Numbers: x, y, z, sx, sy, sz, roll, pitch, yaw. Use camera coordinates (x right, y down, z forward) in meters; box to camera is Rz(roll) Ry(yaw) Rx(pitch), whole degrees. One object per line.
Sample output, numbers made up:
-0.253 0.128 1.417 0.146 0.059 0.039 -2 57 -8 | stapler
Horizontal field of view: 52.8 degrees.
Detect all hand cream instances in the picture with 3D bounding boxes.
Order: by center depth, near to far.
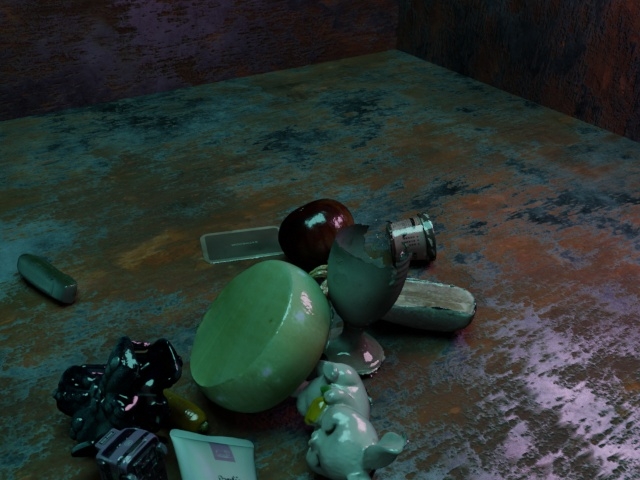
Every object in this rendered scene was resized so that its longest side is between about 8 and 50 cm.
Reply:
-0.174 0.487 1.186 0.185 0.118 0.359 15 24 -25 | hand cream

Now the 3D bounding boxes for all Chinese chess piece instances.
-0.134 0.213 1.444 0.349 0.146 0.349 -34 33 26 | Chinese chess piece

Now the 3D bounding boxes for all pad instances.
-0.242 0.010 2.043 0.266 0.002 0.176 -7 33 -13 | pad

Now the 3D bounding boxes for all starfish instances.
0.052 0.094 1.794 0.209 0.150 0.053 -20 6 -9 | starfish

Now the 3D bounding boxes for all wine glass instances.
0.096 0.135 1.514 0.190 0.357 0.190 8 28 -4 | wine glass

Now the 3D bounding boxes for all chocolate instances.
0.255 0.174 1.710 0.303 0.101 0.185 9 22 7 | chocolate

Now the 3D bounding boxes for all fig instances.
-0.012 -0.014 1.904 0.234 0.215 0.235 -4 24 2 | fig

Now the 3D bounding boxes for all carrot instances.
-0.334 0.365 1.420 0.225 0.067 0.067 21 37 32 | carrot

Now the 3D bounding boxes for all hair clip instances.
-0.409 0.327 1.315 0.194 0.310 0.206 13 59 -42 | hair clip

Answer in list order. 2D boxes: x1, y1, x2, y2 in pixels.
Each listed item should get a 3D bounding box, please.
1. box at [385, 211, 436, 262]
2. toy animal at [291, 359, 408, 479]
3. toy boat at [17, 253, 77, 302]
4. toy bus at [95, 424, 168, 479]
0.270 -0.003 1.952 0.135 0.151 0.151 -8 33 0 | box
0.052 0.378 1.286 0.154 0.209 0.325 29 2 -37 | toy animal
-0.773 0.100 1.821 0.260 0.078 0.085 24 15 30 | toy boat
-0.340 0.437 1.181 0.108 0.199 0.096 14 34 25 | toy bus
